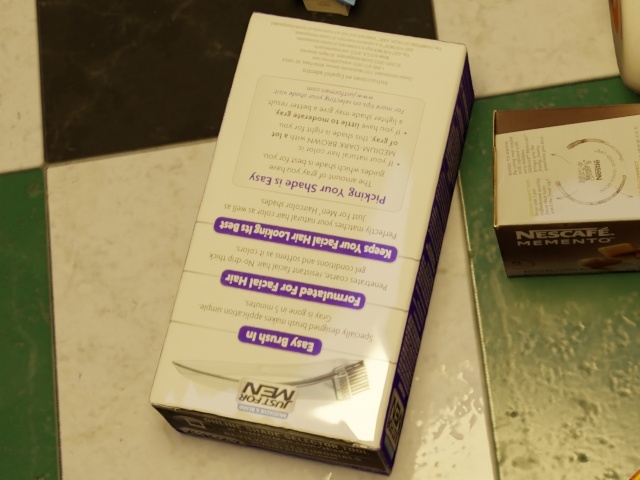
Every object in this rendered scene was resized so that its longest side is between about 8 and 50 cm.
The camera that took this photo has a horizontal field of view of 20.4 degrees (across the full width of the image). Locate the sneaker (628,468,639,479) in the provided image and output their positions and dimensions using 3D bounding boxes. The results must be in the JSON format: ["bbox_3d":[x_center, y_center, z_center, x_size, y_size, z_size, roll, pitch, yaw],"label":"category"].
[{"bbox_3d":[0.223,0.218,1.334,0.064,0.067,0.175,39,83,18],"label":"sneaker"}]

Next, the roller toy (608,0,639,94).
[{"bbox_3d":[0.290,-0.211,1.403,0.146,0.191,0.209,-6,94,7],"label":"roller toy"}]

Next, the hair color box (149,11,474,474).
[{"bbox_3d":[0.000,0.000,1.427,0.185,0.110,0.339,10,72,12],"label":"hair color box"}]

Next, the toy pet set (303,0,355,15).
[{"bbox_3d":[0.003,-0.258,1.536,0.122,0.065,0.114,9,73,13],"label":"toy pet set"}]

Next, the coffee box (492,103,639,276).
[{"bbox_3d":[0.260,-0.039,1.376,0.246,0.141,0.098,-2,71,9],"label":"coffee box"}]
